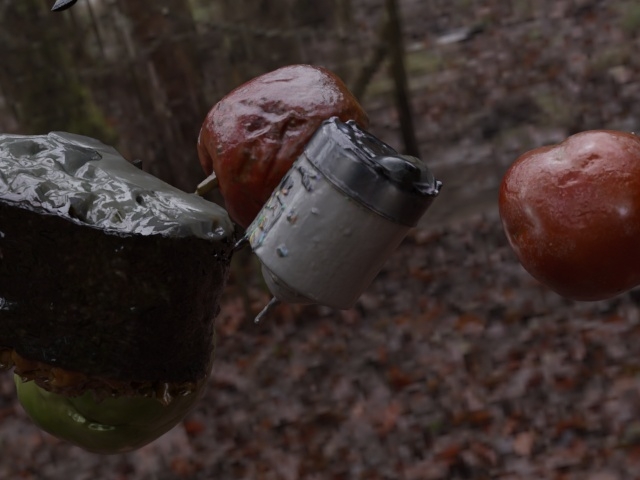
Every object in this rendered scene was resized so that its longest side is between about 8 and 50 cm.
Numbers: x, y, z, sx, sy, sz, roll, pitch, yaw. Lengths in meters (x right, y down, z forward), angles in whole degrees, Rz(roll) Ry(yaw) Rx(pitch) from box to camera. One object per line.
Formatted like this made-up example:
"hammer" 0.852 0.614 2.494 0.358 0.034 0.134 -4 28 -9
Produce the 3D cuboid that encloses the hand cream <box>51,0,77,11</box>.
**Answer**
"hand cream" -0.307 -0.302 1.882 0.036 0.023 0.122 -24 20 6

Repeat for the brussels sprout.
"brussels sprout" -0.245 0.103 1.756 0.243 0.273 0.316 -23 35 -12

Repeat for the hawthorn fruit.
"hawthorn fruit" -0.044 -0.129 2.210 0.262 0.258 0.258 6 7 -24

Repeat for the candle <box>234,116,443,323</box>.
"candle" 0.000 0.000 2.028 0.330 0.187 0.187 -54 6 16

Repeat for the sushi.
"sushi" -0.240 0.016 1.352 0.349 0.207 0.234 16 15 15

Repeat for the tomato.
"tomato" 0.328 -0.025 1.820 0.232 0.188 0.232 -7 -17 -2
